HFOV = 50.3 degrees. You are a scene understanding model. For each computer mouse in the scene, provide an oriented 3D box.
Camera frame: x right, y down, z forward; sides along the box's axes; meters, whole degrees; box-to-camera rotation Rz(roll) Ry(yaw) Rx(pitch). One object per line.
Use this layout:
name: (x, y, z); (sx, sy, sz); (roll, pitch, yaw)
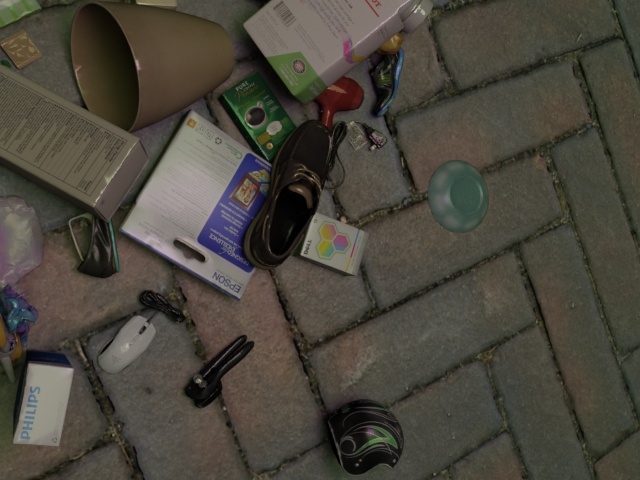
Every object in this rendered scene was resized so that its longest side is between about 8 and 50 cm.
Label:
computer mouse: (-0.379, 0.198, 1.419); (0.106, 0.042, 0.193); (45, 71, -17)

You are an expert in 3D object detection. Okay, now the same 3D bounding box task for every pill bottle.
pill bottle: (0.164, -0.619, 1.673); (0.221, 0.121, 0.121); (37, 73, -18)

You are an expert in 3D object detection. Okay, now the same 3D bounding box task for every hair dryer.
hair dryer: (0.022, -0.290, 1.610); (0.223, 0.080, 0.293); (-40, 102, -22)

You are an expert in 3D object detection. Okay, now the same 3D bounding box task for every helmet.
helmet: (0.107, 0.448, 1.558); (0.161, 0.169, 0.169); (-16, 93, -8)

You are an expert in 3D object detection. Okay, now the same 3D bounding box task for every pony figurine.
pony figurine: (-0.625, 0.076, 1.188); (0.303, 0.363, 0.351); (-23, 80, -17)

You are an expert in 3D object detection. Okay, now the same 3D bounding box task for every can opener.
can opener: (-0.220, 0.277, 1.487); (0.059, 0.073, 0.186); (31, 66, 21)

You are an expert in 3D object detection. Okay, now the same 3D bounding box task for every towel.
towel: (-0.646, -0.506, 1.355); (0.113, 0.023, 0.152); (-36, 101, -21)

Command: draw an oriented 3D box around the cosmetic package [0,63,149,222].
cosmetic package: (-0.504, -0.182, 1.290); (0.309, 0.113, 0.160); (29, 75, 3)

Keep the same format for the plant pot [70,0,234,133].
plant pot: (-0.320, -0.365, 1.392); (0.274, 0.256, 0.256); (-23, 96, -40)

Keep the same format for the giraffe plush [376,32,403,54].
giraffe plush: (0.061, -0.478, 1.608); (0.210, 0.181, 0.170); (41, 91, -25)

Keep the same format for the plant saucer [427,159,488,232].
plant saucer: (0.372, -0.117, 1.782); (0.195, 0.037, 0.195); (2, 86, -25)

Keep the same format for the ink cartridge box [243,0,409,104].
ink cartridge box: (0.036, -0.489, 1.483); (0.353, 0.119, 0.207); (-36, 82, 9)

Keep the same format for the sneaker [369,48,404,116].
sneaker: (0.156, -0.395, 1.695); (0.078, 0.067, 0.188); (12, 83, -3)

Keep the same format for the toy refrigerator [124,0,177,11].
toy refrigerator: (-0.371, -0.597, 1.428); (0.094, 0.102, 0.269); (-6, 84, -25)

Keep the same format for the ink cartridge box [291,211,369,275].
ink cartridge box: (0.000, 0.000, 1.592); (0.209, 0.062, 0.109); (22, 79, -21)

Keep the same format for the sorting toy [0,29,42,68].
sorting toy: (-0.612, -0.376, 1.367); (0.083, 0.012, 0.062); (-40, 108, -25)

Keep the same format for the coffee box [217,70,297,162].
coffee box: (-0.137, -0.281, 1.560); (0.113, 0.040, 0.184); (-41, 103, -22)

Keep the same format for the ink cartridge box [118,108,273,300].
ink cartridge box: (-0.237, -0.074, 1.489); (0.303, 0.072, 0.307); (34, 75, -21)

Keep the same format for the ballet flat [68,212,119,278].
ballet flat: (-0.458, -0.063, 1.375); (0.096, 0.095, 0.280); (-1, 87, -16)

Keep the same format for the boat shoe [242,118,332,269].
boat shoe: (-0.045, -0.100, 1.476); (0.132, 0.130, 0.355); (25, 78, -25)

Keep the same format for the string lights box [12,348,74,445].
string lights box: (-0.507, 0.278, 1.237); (0.077, 0.259, 0.133); (12, 82, -23)
